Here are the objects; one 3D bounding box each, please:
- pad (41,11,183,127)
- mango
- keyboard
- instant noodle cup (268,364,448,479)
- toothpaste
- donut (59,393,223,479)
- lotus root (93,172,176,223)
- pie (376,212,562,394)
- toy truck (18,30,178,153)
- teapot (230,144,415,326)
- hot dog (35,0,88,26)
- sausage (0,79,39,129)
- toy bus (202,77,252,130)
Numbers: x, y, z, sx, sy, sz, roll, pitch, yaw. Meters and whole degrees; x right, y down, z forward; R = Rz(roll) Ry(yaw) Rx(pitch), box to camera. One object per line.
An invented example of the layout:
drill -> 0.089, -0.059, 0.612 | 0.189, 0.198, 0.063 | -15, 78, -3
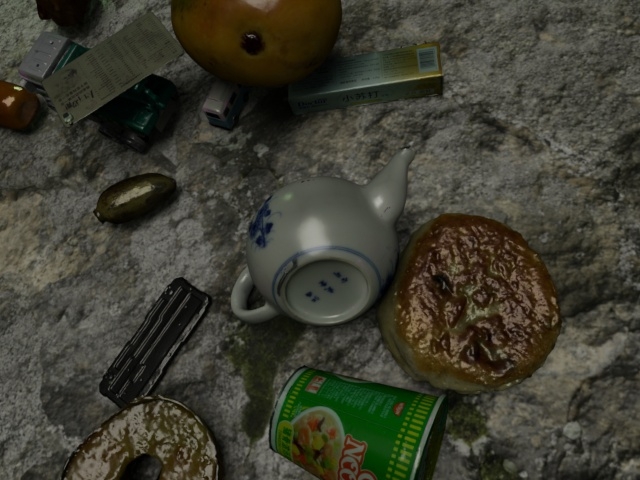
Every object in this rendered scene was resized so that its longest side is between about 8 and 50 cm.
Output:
pad -> -0.407, -0.338, 1.015 | 0.265, 0.009, 0.159 | -36, 62, -6
mango -> -0.138, -0.443, 1.029 | 0.300, 0.232, 0.445 | -23, 37, -14
keyboard -> -0.315, 0.196, 0.999 | 0.106, 0.016, 0.262 | 30, 79, 19
instant noodle cup -> 0.056, 0.298, 0.807 | 0.233, 0.207, 0.207 | 13, 74, 25
toothpaste -> 0.088, -0.328, 1.068 | 0.313, 0.071, 0.089 | -6, 73, 10
donut -> -0.286, 0.399, 0.882 | 0.272, 0.107, 0.272 | -2, 71, 6
lotus root -> -0.380, -0.089, 1.072 | 0.179, 0.089, 0.080 | -26, 111, -2
pie -> 0.247, 0.104, 0.877 | 0.315, 0.092, 0.315 | -3, 70, 9
toy truck -> -0.468, -0.331, 1.130 | 0.364, 0.178, 0.176 | 22, 77, 21
teapot -> 0.000, 0.000, 0.896 | 0.424, 0.252, 0.280 | -38, 30, 21
hot dog -> -0.621, -0.708, 1.249 | 0.174, 0.267, 0.387 | 11, 82, -11
sausage -> -0.786, -0.333, 1.235 | 0.274, 0.105, 0.105 | 17, 76, 16
toy bus -> -0.199, -0.307, 1.117 | 0.060, 0.075, 0.122 | 19, 76, 17
